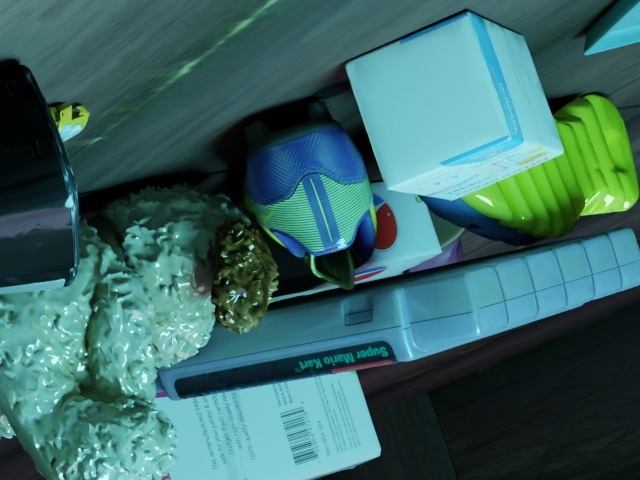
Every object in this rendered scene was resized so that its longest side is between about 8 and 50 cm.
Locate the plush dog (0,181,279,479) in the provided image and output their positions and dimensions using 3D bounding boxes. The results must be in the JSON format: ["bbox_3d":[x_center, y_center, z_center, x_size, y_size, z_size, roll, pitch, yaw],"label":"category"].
[{"bbox_3d":[-0.151,0.035,1.408,0.225,0.211,0.262,-30,-157,-21],"label":"plush dog"}]

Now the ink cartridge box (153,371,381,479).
[{"bbox_3d":[-0.099,0.186,2.170,0.273,0.198,0.115,-14,171,-20],"label":"ink cartridge box"}]

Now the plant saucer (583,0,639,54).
[{"bbox_3d":[0.236,-0.169,1.327,0.067,0.018,0.192,-15,171,-17],"label":"plant saucer"}]

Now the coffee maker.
[{"bbox_3d":[-0.218,-0.018,1.024,0.178,0.120,0.171,-16,170,-15],"label":"coffee maker"}]

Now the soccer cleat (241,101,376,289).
[{"bbox_3d":[-0.004,-0.014,1.440,0.093,0.121,0.289,-19,171,0],"label":"soccer cleat"}]

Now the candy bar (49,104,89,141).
[{"bbox_3d":[-0.203,-0.046,1.197,0.161,0.018,0.040,-25,172,33],"label":"candy bar"}]

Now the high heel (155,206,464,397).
[{"bbox_3d":[-0.032,0.075,1.849,0.377,0.127,0.181,-20,160,-12],"label":"high heel"}]

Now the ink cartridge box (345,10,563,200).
[{"bbox_3d":[0.095,-0.086,1.314,0.092,0.090,0.143,-22,169,21],"label":"ink cartridge box"}]

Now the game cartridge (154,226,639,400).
[{"bbox_3d":[0.037,0.061,1.496,0.355,0.068,0.230,-13,-176,41],"label":"game cartridge"}]

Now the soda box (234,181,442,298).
[{"bbox_3d":[0.000,0.000,1.671,0.216,0.074,0.069,-9,167,-44],"label":"soda box"}]

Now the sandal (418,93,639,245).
[{"bbox_3d":[0.140,-0.046,1.554,0.138,0.126,0.317,-19,170,27],"label":"sandal"}]
